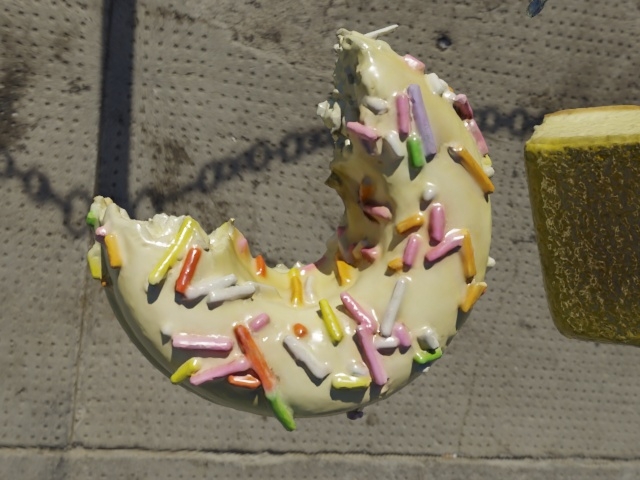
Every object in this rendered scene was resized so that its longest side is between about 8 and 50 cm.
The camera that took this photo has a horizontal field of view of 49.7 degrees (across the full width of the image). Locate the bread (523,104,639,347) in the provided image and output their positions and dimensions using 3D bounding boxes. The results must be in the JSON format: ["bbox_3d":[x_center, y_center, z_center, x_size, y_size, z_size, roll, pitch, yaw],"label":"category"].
[{"bbox_3d":[0.452,-0.011,0.928,0.143,0.323,0.333,-34,118,-41],"label":"bread"}]

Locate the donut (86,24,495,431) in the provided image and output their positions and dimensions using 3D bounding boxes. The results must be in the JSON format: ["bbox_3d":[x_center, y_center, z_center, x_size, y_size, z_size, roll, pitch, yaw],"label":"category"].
[{"bbox_3d":[-0.003,0.010,0.622,0.371,0.150,0.307,-35,99,-4],"label":"donut"}]

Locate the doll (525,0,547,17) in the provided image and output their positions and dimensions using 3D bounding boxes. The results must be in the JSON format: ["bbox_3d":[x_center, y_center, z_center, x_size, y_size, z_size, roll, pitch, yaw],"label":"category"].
[{"bbox_3d":[0.221,-0.250,0.527,0.096,0.195,0.070,-28,74,-42],"label":"doll"}]
